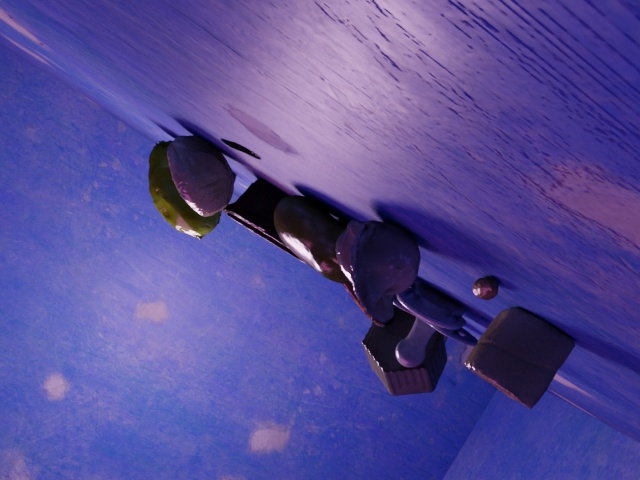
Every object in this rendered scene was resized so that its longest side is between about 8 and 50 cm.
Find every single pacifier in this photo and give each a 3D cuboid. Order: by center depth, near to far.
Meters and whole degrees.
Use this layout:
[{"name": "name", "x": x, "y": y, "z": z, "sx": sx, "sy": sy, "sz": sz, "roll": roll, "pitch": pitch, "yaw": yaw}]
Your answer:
[{"name": "pacifier", "x": 0.277, "y": 0.247, "z": 1.689, "sx": 0.287, "sy": 0.225, "sz": 0.238, "roll": 28, "pitch": -170, "yaw": 22}]

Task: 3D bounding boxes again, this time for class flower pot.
[{"name": "flower pot", "x": 0.255, "y": 0.332, "z": 1.863, "sx": 0.240, "sy": 0.209, "sz": 0.189, "roll": -8, "pitch": 144, "yaw": 12}]

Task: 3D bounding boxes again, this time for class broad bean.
[{"name": "broad bean", "x": 0.001, "y": 0.000, "z": 1.376, "sx": 0.238, "sy": 0.119, "sz": 0.291, "roll": 45, "pitch": 173, "yaw": -32}]

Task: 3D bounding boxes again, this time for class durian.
[{"name": "durian", "x": -0.445, "y": -0.173, "z": 2.067, "sx": 0.256, "sy": 0.339, "sz": 0.204, "roll": 3, "pitch": 173, "yaw": 5}]

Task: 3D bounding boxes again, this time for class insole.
[{"name": "insole", "x": -0.167, "y": -0.190, "z": 1.286, "sx": 0.053, "sy": 0.002, "sz": 0.153, "roll": 34, "pitch": 176, "yaw": -35}]

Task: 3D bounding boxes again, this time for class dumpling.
[{"name": "dumpling", "x": 0.099, "y": 0.053, "z": 1.034, "sx": 0.143, "sy": 0.172, "sz": 0.247, "roll": -2, "pitch": 170, "yaw": 21}]

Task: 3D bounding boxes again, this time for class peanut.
[{"name": "peanut", "x": 0.257, "y": 0.075, "z": 0.960, "sx": 0.037, "sy": 0.037, "sz": 0.083, "roll": 32, "pitch": 173, "yaw": 7}]

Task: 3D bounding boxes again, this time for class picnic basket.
[{"name": "picnic basket", "x": -0.110, "y": -0.056, "z": 1.697, "sx": 0.297, "sy": 0.129, "sz": 0.222, "roll": 32, "pitch": 176, "yaw": -9}]

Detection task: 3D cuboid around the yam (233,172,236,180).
[{"name": "yam", "x": -0.336, "y": -0.226, "z": 2.000, "sx": 0.132, "sy": 0.054, "sz": 0.054, "roll": 35, "pitch": 176, "yaw": -31}]

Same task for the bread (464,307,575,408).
[{"name": "bread", "x": 0.345, "y": 0.199, "z": 1.089, "sx": 0.134, "sy": 0.141, "sz": 0.148, "roll": 36, "pitch": 175, "yaw": -7}]

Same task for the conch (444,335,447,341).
[{"name": "conch", "x": 0.357, "y": 0.307, "z": 2.307, "sx": 0.249, "sy": 0.197, "sz": 0.368, "roll": 54, "pitch": -178, "yaw": 29}]

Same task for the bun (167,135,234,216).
[{"name": "bun", "x": -0.302, "y": -0.178, "z": 1.592, "sx": 0.220, "sy": 0.134, "sz": 0.220, "roll": 63, "pitch": -176, "yaw": -8}]

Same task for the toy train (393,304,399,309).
[{"name": "toy train", "x": 0.195, "y": 0.157, "z": 2.016, "sx": 0.369, "sy": 0.150, "sz": 0.237, "roll": 37, "pitch": -179, "yaw": -41}]

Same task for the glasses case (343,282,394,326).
[{"name": "glasses case", "x": 0.114, "y": 0.111, "z": 1.750, "sx": 0.321, "sy": 0.082, "sz": 0.122, "roll": 54, "pitch": -156, "yaw": -25}]

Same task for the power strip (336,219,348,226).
[{"name": "power strip", "x": 0.088, "y": -0.006, "z": 1.426, "sx": 0.060, "sy": 0.027, "sz": 0.253, "roll": 34, "pitch": 176, "yaw": -30}]
